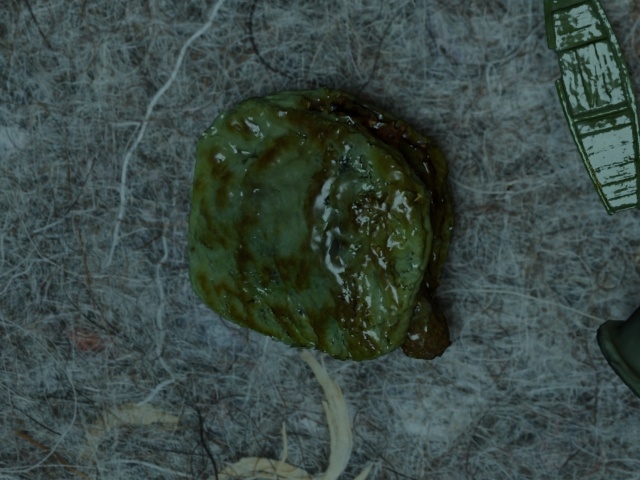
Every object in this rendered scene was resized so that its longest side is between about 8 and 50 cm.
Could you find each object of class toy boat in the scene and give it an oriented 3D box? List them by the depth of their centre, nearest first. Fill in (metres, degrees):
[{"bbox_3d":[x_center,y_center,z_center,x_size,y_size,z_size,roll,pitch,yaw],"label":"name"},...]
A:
[{"bbox_3d":[0.354,-0.178,1.424,0.093,0.055,0.293,-13,102,26],"label":"toy boat"}]

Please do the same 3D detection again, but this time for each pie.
[{"bbox_3d":[-0.020,-0.015,1.577,0.418,0.180,0.395,10,113,27],"label":"pie"}]

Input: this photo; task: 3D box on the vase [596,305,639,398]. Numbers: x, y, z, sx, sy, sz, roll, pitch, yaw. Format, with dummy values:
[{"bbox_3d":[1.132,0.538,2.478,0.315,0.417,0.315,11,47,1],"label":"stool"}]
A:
[{"bbox_3d":[0.522,0.085,1.360,0.245,0.245,0.291,39,112,6],"label":"vase"}]
